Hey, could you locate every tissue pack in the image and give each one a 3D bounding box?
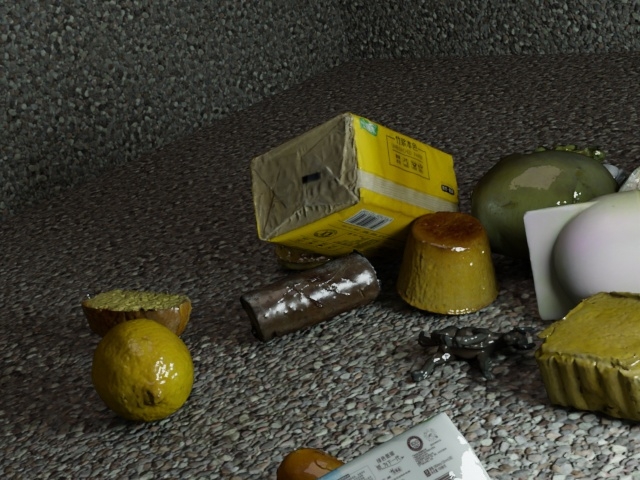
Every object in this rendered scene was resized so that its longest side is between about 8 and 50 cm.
[{"bbox_3d":[0.106,0.370,1.404,0.229,0.145,0.159,-24,66,-24],"label":"tissue pack"},{"bbox_3d":[0.084,-0.097,2.175,0.293,0.228,0.382,-23,-24,35],"label":"tissue pack"}]

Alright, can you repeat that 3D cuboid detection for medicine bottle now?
[{"bbox_3d":[0.583,0.024,1.829,0.406,0.235,0.236,-8,22,15],"label":"medicine bottle"}]

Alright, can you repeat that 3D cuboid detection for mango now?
[{"bbox_3d":[0.001,0.368,1.542,0.159,0.084,0.105,3,33,37],"label":"mango"}]

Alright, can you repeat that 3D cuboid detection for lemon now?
[{"bbox_3d":[-0.337,0.244,1.924,0.188,0.188,0.257,-22,27,-19],"label":"lemon"}]

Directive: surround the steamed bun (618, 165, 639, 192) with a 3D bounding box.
[{"bbox_3d":[0.693,-0.100,1.984,0.225,0.170,0.200,-43,26,31],"label":"steamed bun"}]

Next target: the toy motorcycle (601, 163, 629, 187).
[{"bbox_3d":[0.633,-0.119,2.238,0.074,0.151,0.228,-58,-1,-3],"label":"toy motorcycle"}]

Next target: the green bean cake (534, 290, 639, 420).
[{"bbox_3d":[0.486,0.184,1.637,0.224,0.131,0.230,7,32,47],"label":"green bean cake"}]

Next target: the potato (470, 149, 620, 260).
[{"bbox_3d":[0.477,-0.070,2.119,0.326,0.243,0.221,12,-9,18],"label":"potato"}]

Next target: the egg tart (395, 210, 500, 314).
[{"bbox_3d":[0.262,0.046,2.067,0.215,0.171,0.215,-1,32,0],"label":"egg tart"}]

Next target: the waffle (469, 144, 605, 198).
[{"bbox_3d":[0.540,-0.151,2.526,0.297,0.073,0.317,0,32,46],"label":"waffle"}]

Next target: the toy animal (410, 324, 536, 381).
[{"bbox_3d":[0.266,0.197,1.839,0.233,0.084,0.148,-7,4,35],"label":"toy animal"}]

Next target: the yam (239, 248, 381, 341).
[{"bbox_3d":[-0.022,0.119,2.129,0.280,0.131,0.131,-20,22,-16],"label":"yam"}]

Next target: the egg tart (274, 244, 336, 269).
[{"bbox_3d":[0.000,0.000,2.443,0.241,0.106,0.241,-9,19,3],"label":"egg tart"}]

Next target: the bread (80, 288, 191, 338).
[{"bbox_3d":[-0.387,0.181,2.189,0.260,0.134,0.129,6,18,31],"label":"bread"}]
